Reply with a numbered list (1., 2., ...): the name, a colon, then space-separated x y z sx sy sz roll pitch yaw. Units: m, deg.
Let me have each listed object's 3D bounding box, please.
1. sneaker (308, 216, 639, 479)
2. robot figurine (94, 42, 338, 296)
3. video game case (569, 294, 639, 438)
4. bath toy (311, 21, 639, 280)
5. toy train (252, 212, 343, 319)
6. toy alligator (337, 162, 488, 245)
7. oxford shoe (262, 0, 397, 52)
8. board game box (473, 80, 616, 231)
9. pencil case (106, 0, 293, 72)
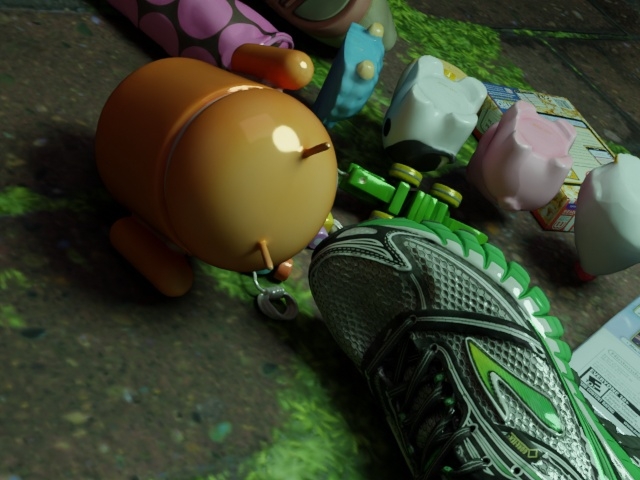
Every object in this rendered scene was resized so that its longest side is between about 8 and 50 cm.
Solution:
1. sneaker: 0.103 0.117 0.676 0.146 0.134 0.343 -14 54 -46
2. robot figurine: -0.074 -0.052 0.736 0.158 0.128 0.219 -29 33 -24
3. video game case: 0.317 0.169 0.838 0.269 0.061 0.244 43 37 18
4. bath toy: 0.161 -0.073 0.973 0.348 0.129 0.151 27 42 -1
5. toy train: 0.000 0.000 0.829 0.125 0.046 0.166 45 36 22
6. toy alligator: 0.056 -0.038 0.921 0.189 0.056 0.051 26 -6 -8
7. oxford shoe: -0.045 -0.310 1.172 0.348 0.123 0.130 53 13 32
8. board game box: 0.253 -0.088 1.139 0.146 0.045 0.193 4 42 -34
9. pencil case: -0.118 -0.215 0.985 0.209 0.095 0.098 44 20 16
